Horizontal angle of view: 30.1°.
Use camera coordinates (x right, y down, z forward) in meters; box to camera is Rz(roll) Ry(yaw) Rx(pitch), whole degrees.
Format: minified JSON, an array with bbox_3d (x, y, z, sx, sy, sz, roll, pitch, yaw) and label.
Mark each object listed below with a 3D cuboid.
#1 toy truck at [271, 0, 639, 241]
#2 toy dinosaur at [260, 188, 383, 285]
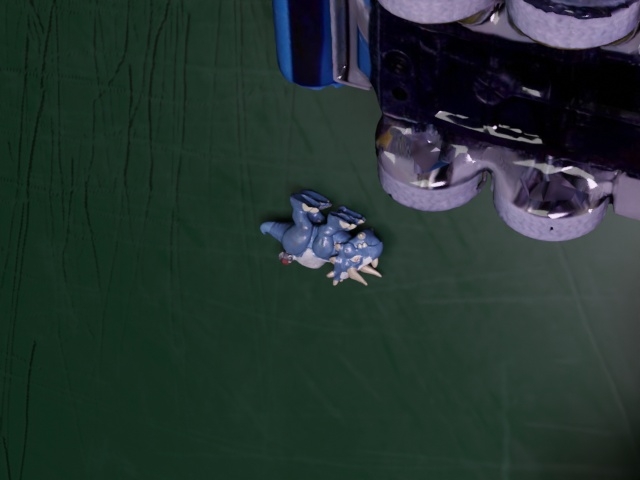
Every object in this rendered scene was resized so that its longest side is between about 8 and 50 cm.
[{"bbox_3d":[0.149,-0.096,0.549,0.367,0.175,0.146,18,142,17],"label":"toy truck"},{"bbox_3d":[0.000,0.000,0.738,0.083,0.030,0.047,25,109,17],"label":"toy dinosaur"}]
